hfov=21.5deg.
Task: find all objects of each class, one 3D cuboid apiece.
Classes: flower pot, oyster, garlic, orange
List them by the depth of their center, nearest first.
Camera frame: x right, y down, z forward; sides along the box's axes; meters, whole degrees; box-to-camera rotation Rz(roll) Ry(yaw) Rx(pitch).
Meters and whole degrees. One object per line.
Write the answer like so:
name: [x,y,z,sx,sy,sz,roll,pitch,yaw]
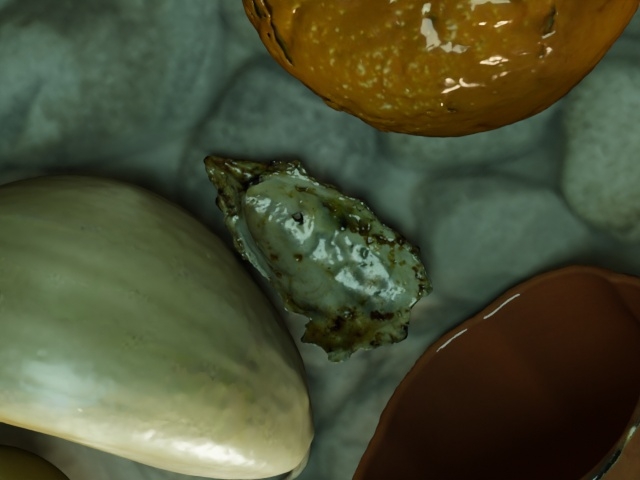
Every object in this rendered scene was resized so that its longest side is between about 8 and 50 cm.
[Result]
orange: [0.056,-0.143,0.754,0.193,0.161,0.193,8,117,16]
flower pot: [0.139,0.132,0.842,0.191,0.190,0.173,-37,115,17]
garlic: [-0.111,0.056,0.873,0.245,0.145,0.164,19,141,-2]
oyster: [0.000,0.000,0.877,0.086,0.029,0.132,-27,92,-8]

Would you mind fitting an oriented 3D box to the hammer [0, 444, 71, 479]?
hammer: [-0.280,0.129,0.923,0.305,0.113,0.202,45,105,-4]
